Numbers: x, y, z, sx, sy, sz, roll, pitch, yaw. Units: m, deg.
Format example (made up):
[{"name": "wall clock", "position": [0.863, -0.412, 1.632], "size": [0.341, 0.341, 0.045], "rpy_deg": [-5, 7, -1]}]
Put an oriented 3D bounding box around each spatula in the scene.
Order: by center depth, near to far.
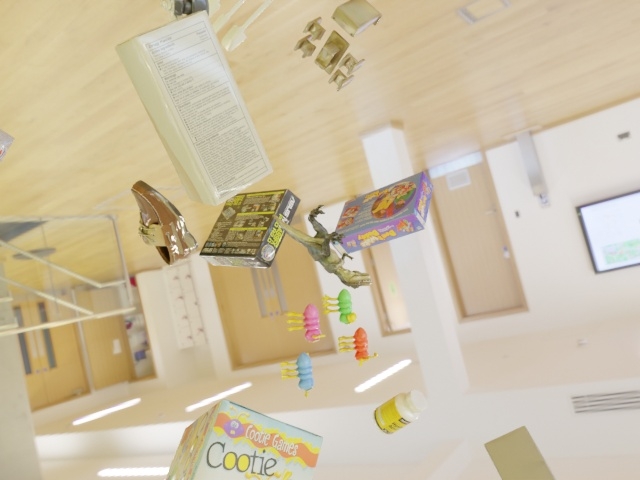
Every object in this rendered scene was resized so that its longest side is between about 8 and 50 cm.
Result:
[{"name": "spatula", "position": [-0.269, -0.754, 1.777], "size": [0.242, 0.168, 0.019], "rpy_deg": [-39, -167, 17]}]

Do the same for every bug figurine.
[{"name": "bug figurine", "position": [0.025, 0.236, 1.320], "size": [0.279, 0.216, 0.072], "rpy_deg": [-17, -169, -41]}]

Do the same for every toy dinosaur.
[{"name": "toy dinosaur", "position": [0.000, 0.000, 1.151], "size": [0.064, 0.268, 0.118], "rpy_deg": [-38, 161, -38]}]

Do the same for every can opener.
[{"name": "can opener", "position": [-0.282, -0.577, 1.131], "size": [0.093, 0.280, 0.074], "rpy_deg": [-12, -149, -32]}]

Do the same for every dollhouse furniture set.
[{"name": "dollhouse furniture set", "position": [0.073, -0.676, 1.846], "size": [0.161, 0.212, 0.242], "rpy_deg": [-46, 180, -42]}]

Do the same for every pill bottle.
[{"name": "pill bottle", "position": [0.172, 0.368, 1.185], "size": [0.065, 0.065, 0.116], "rpy_deg": [-8, 150, -50]}]

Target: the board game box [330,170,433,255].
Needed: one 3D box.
[{"name": "board game box", "position": [0.218, -0.093, 1.962], "size": [0.347, 0.078, 0.233], "rpy_deg": [-19, -146, 35]}]

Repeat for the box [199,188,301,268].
[{"name": "box", "position": [-0.200, -0.033, 1.527], "size": [0.270, 0.216, 0.060], "rpy_deg": [0, 148, 45]}]

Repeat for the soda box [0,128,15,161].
[{"name": "soda box", "position": [-1.074, -0.342, 1.623], "size": [0.098, 0.286, 0.091], "rpy_deg": [-51, -167, 15]}]

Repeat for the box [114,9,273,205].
[{"name": "box", "position": [-0.224, -0.234, 1.002], "size": [0.148, 0.311, 0.121], "rpy_deg": [-33, -154, -26]}]

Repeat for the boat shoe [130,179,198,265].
[{"name": "boat shoe", "position": [-0.464, -0.034, 1.599], "size": [0.120, 0.122, 0.324], "rpy_deg": [-47, 146, -21]}]

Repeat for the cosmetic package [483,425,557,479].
[{"name": "cosmetic package", "position": [0.431, 0.509, 1.100], "size": [0.107, 0.238, 0.127], "rpy_deg": [-30, 141, 5]}]

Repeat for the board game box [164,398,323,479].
[{"name": "board game box", "position": [-0.126, 0.333, 0.758], "size": [0.144, 0.142, 0.275], "rpy_deg": [25, 148, -10]}]
